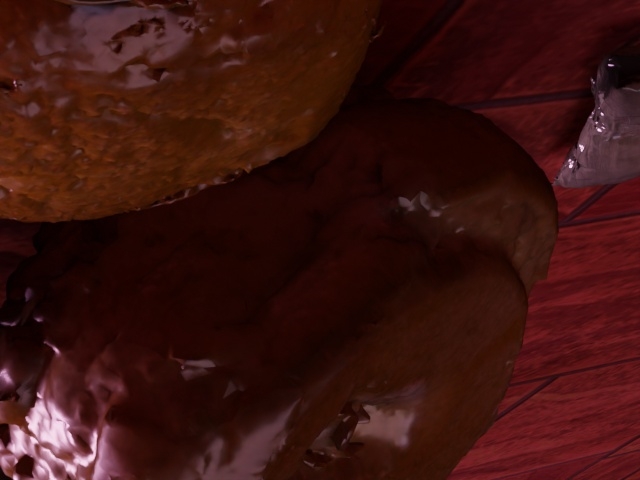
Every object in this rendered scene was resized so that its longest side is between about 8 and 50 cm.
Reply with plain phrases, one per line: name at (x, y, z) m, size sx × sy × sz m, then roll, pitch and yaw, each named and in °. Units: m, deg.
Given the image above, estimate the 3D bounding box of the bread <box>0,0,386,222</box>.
bread at (-0.089, -0.093, 0.815) m, size 0.240 × 0.139 × 0.240 m, roll -17°, pitch 163°, yaw -6°

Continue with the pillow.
pillow at (0.239, -0.093, 1.324) m, size 0.148 × 0.050 × 0.229 m, roll -13°, pitch 165°, yaw -7°

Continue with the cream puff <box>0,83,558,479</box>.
cream puff at (-0.038, 0.044, 1.126) m, size 0.327 × 0.231 × 0.343 m, roll 4°, pitch 123°, yaw -55°

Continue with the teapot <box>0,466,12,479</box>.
teapot at (-0.262, 0.128, 1.249) m, size 0.268 × 0.175 × 0.185 m, roll -21°, pitch 165°, yaw 6°
